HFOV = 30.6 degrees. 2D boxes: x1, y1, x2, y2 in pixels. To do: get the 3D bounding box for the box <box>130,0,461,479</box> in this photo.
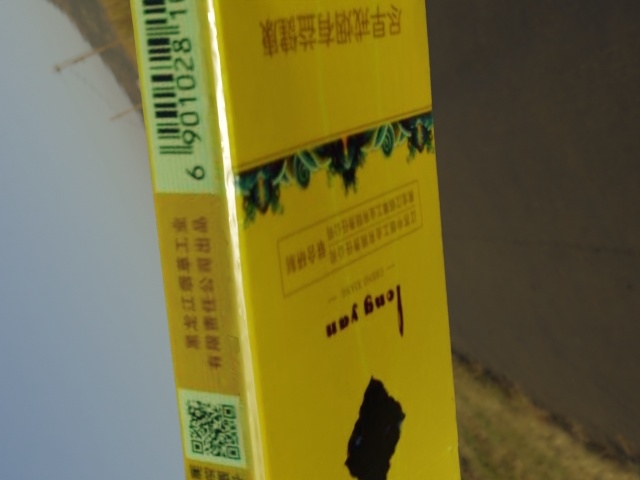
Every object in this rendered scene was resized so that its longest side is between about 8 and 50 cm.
[{"bbox_3d":[0.000,-0.001,0.440,0.153,0.041,0.279,-25,-66,-57],"label":"box"}]
